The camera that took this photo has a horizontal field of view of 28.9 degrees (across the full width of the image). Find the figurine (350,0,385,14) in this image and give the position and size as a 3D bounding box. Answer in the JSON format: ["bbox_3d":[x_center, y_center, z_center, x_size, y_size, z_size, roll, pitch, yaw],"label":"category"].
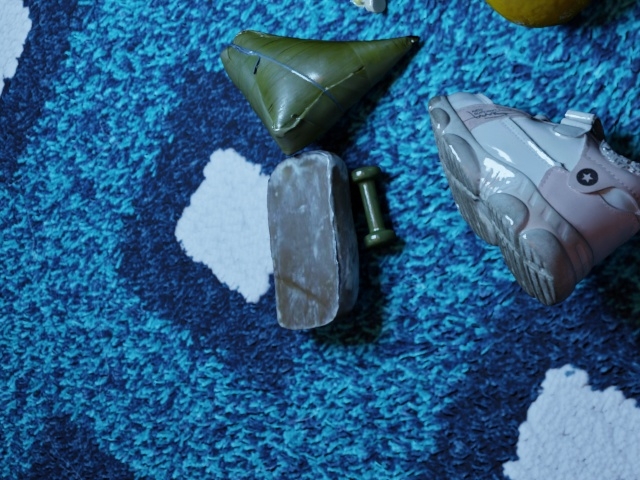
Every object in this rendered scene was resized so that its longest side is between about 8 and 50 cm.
[{"bbox_3d":[0.068,-0.368,1.789,0.050,0.047,0.083,12,105,48],"label":"figurine"}]

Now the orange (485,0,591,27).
[{"bbox_3d":[0.278,-0.361,1.581,0.177,0.155,0.178,6,104,26],"label":"orange"}]

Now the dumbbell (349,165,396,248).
[{"bbox_3d":[0.074,-0.047,1.777,0.052,0.046,0.118,144,115,-72],"label":"dumbbell"}]

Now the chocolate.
[{"bbox_3d":[0.002,0.000,1.805,0.157,0.080,0.254,-14,80,51],"label":"chocolate"}]

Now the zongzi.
[{"bbox_3d":[-0.008,-0.273,1.815,0.256,0.115,0.228,-40,53,7],"label":"zongzi"}]

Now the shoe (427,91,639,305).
[{"bbox_3d":[0.280,-0.081,1.584,0.198,0.172,0.351,-27,50,-5],"label":"shoe"}]
